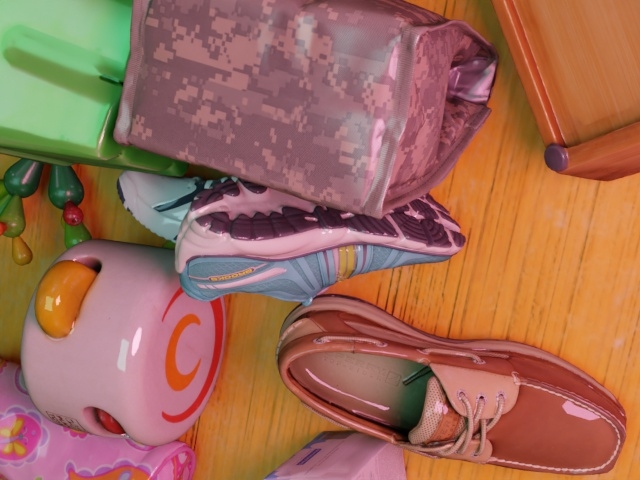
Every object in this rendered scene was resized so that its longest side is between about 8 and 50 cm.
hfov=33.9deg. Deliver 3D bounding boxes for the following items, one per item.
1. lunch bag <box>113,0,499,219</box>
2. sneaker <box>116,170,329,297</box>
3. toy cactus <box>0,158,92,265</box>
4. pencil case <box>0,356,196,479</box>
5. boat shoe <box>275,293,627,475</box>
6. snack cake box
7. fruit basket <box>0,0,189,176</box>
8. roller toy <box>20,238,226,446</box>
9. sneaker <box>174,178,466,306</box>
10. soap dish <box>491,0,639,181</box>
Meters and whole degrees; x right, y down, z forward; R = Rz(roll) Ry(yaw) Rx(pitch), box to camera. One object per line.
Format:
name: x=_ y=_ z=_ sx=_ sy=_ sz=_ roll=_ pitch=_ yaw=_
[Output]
lunch bag: x=0.005 y=-0.136 z=0.874 sx=0.235 sy=0.287 sz=0.169 roll=18 pitch=109 yaw=19
sneaker: x=-0.073 y=-0.056 z=1.015 sx=0.235 sy=0.094 sz=0.153 roll=29 pitch=105 yaw=15
toy cactus: x=-0.311 y=-0.086 z=1.106 sx=0.219 sy=0.112 sz=0.180 roll=41 pitch=100 yaw=20
pencil case: x=-0.276 y=0.220 z=1.121 sx=0.284 sy=0.124 sz=0.124 roll=19 pitch=103 yaw=18
boat shoe: x=0.109 y=0.149 z=0.941 sx=0.323 sy=0.120 sz=0.123 roll=15 pitch=108 yaw=6
snack cake box: x=0.029 y=0.329 z=0.998 sx=0.089 sy=0.152 sz=0.265 roll=-5 pitch=95 yaw=22
fruit basket: x=-0.266 y=-0.258 z=0.934 sx=0.391 sy=0.283 sz=0.392 roll=-1 pitch=88 yaw=18
roller toy: x=-0.194 y=0.098 z=1.026 sx=0.146 sy=0.209 sz=0.191 roll=8 pitch=106 yaw=20
sneaker: x=0.000 y=0.000 z=0.937 sx=0.107 sy=0.275 sz=0.110 roll=-116 pitch=34 yaw=-41
soap dish: x=0.236 y=-0.197 z=0.814 sx=0.229 sy=0.118 sz=0.291 roll=-19 pitch=92 yaw=61
